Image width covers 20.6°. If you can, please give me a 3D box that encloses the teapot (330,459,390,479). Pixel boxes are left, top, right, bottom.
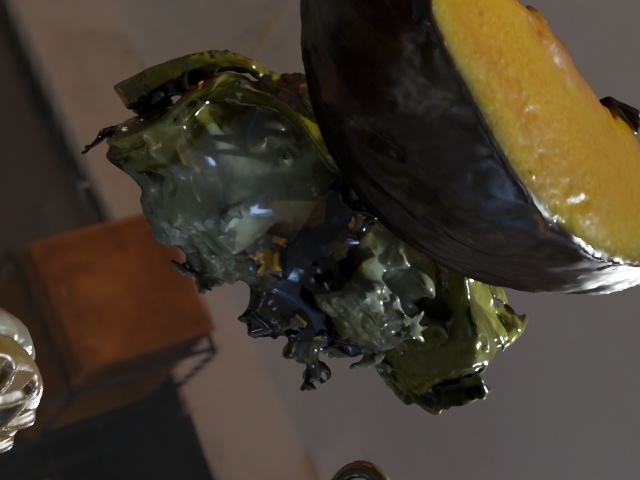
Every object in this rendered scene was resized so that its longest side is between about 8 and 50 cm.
[{"bbox_3d":[0.112,0.331,1.853,0.268,0.185,0.175,40,-77,20],"label":"teapot"}]

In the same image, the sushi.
[{"bbox_3d":[0.003,-0.006,1.034,0.291,0.131,0.139,45,-34,-17],"label":"sushi"}]

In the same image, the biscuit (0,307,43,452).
[{"bbox_3d":[-0.406,0.161,1.594,0.103,0.332,0.332,63,-35,22],"label":"biscuit"}]

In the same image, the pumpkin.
[{"bbox_3d":[0.048,-0.058,0.893,0.169,0.148,0.312,-20,-67,33],"label":"pumpkin"}]
